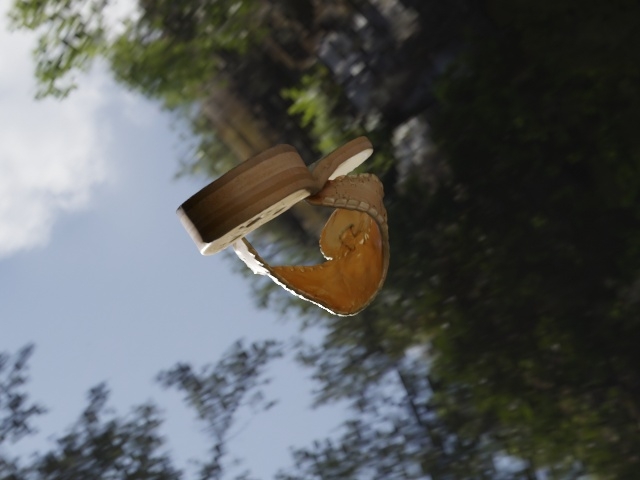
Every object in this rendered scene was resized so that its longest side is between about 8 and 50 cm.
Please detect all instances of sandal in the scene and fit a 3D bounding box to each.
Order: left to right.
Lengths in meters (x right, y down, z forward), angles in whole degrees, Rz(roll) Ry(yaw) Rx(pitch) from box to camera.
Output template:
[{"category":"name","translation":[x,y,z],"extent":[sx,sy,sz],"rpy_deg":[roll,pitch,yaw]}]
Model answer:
[{"category":"sandal","translation":[-0.005,0.003,0.971],"extent":[0.088,0.240,0.079],"rpy_deg":[-32,-94,11]}]
